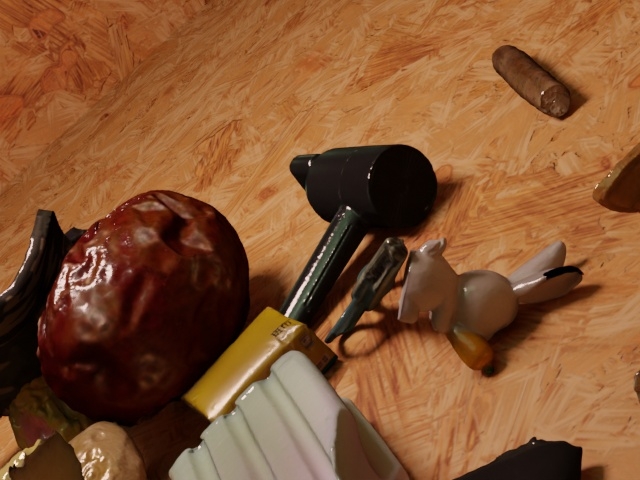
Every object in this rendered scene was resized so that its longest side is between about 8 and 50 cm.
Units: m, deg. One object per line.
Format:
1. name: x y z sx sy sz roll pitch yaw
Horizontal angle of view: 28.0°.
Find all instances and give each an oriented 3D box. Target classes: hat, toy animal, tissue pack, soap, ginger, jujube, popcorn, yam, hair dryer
1. hat: -0.407 0.130 1.877 0.366 0.257 0.382 -54 16 -15
2. toy animal: 0.180 0.061 1.393 0.131 0.182 0.127 -81 5 -60
3. tissue pack: -0.079 0.171 1.604 0.169 0.082 0.120 -46 26 -12
4. soap: -0.028 0.256 1.296 0.208 0.115 0.347 -46 18 -1
5. ginger: -0.275 0.323 1.571 0.138 0.152 0.267 -2 30 11
6. jujube: -0.234 0.085 1.751 0.276 0.276 0.377 -33 20 16
7. popcorn: -0.376 0.259 1.836 0.126 0.125 0.145 -26 37 -23
8. yam: 0.291 -0.225 1.785 0.057 0.057 0.241 -38 23 5
9. hair dryer: 0.000 0.000 1.779 0.302 0.116 0.244 -57 25 -18

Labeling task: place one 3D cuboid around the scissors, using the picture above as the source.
1. scissors: 0.064 0.048 1.511 0.138 0.041 0.289 -48 -5 -18

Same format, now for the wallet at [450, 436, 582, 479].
1. wallet: 0.128 0.326 1.072 0.197 0.051 0.377 -28 25 30

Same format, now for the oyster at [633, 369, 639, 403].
1. oyster: 0.446 0.037 1.063 0.396 0.111 0.204 -48 49 -8

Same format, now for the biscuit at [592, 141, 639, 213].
1. biscuit: 0.366 -0.084 1.316 0.250 0.162 0.035 -24 46 -32

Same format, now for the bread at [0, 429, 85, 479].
1. bread: -0.301 0.450 1.180 0.405 0.345 0.242 -36 15 -10
